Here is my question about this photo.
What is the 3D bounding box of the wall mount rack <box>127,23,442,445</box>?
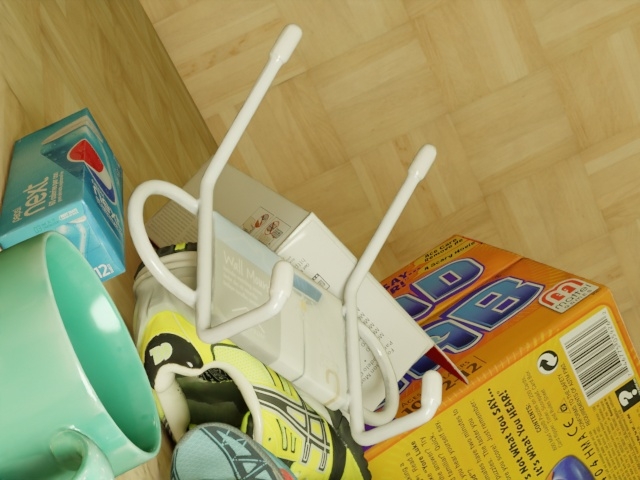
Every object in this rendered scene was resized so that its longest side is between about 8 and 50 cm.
[{"bbox_3d":[0.000,0.000,1.149,0.350,0.130,0.304,38,36,-37],"label":"wall mount rack"}]

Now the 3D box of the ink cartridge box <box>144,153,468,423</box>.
[{"bbox_3d":[-0.024,0.068,1.412,0.272,0.130,0.309,46,-6,-25],"label":"ink cartridge box"}]

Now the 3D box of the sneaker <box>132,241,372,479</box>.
[{"bbox_3d":[-0.069,0.184,1.213,0.384,0.145,0.147,57,23,-32],"label":"sneaker"}]

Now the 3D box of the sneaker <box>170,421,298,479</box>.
[{"bbox_3d":[-0.066,0.219,0.970,0.125,0.104,0.261,59,5,-42],"label":"sneaker"}]

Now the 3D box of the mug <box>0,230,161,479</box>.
[{"bbox_3d":[-0.153,0.074,0.659,0.158,0.097,0.129,-81,145,-84],"label":"mug"}]

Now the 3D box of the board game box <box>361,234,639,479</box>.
[{"bbox_3d":[0.172,0.256,1.580,0.356,0.356,0.356,64,-16,-20],"label":"board game box"}]

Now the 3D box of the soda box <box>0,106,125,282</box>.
[{"bbox_3d":[-0.198,-0.031,1.029,0.210,0.071,0.067,-110,174,-64],"label":"soda box"}]
